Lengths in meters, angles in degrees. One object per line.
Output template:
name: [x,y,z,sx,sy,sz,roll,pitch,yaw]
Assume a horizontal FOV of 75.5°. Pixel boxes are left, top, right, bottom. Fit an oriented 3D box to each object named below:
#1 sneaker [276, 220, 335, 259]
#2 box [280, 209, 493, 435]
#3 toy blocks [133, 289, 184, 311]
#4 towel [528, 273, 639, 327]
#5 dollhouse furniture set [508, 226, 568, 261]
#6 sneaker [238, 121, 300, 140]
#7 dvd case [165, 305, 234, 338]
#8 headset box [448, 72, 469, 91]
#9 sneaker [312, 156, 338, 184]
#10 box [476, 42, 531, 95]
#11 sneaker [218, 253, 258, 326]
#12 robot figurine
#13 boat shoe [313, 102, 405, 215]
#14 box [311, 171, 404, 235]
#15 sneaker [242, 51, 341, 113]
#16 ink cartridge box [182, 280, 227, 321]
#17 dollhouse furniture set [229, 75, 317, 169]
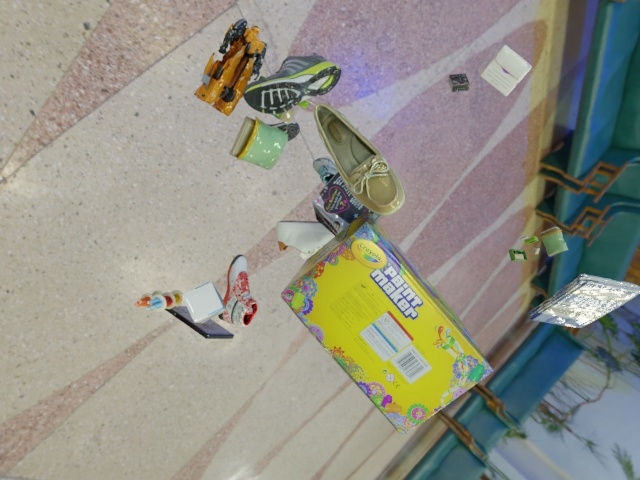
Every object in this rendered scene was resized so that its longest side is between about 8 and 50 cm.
sneaker: [0.000,0.000,1.320,0.106,0.290,0.123,-12,103,-71]
box: [0.110,0.117,0.743,0.177,0.290,0.279,-41,-177,10]
toy blocks: [-0.509,0.187,1.262,0.148,0.123,0.054,-3,90,-77]
towel: [0.846,0.203,1.342,0.209,0.034,0.285,11,143,-4]
dollhouse furniture set: [0.646,0.017,1.239,0.058,0.076,0.151,5,156,-27]
sneaker: [-0.197,-0.424,1.577,0.234,0.097,0.084,-16,149,-12]
dvd case: [-0.494,0.331,1.683,0.022,0.253,0.180,-63,155,-1]
headset box: [0.524,-0.595,1.566,0.062,0.083,0.032,-5,142,4]
sneaker: [0.044,-0.340,2.092,0.122,0.283,0.110,-15,132,-42]
box: [0.372,-0.363,0.860,0.063,0.067,0.324,-52,180,31]
sneaker: [-0.296,0.197,1.604,0.090,0.145,0.270,20,84,-60]
robot figurine: [-0.284,-0.562,1.335,0.291,0.085,0.211,-61,162,6]
boat shoe: [0.040,-0.094,0.475,0.056,0.153,0.048,-34,159,14]
box: [0.081,-0.085,1.008,0.163,0.142,0.247,-48,174,-3]
sneaker: [-0.092,-0.460,1.195,0.300,0.121,0.111,-26,152,-23]
ink cartridge box: [-0.344,0.189,1.248,0.092,0.090,0.143,-26,172,-11]
dollhouse furniture set: [-0.157,-0.373,1.424,0.197,0.151,0.301,12,112,-45]
